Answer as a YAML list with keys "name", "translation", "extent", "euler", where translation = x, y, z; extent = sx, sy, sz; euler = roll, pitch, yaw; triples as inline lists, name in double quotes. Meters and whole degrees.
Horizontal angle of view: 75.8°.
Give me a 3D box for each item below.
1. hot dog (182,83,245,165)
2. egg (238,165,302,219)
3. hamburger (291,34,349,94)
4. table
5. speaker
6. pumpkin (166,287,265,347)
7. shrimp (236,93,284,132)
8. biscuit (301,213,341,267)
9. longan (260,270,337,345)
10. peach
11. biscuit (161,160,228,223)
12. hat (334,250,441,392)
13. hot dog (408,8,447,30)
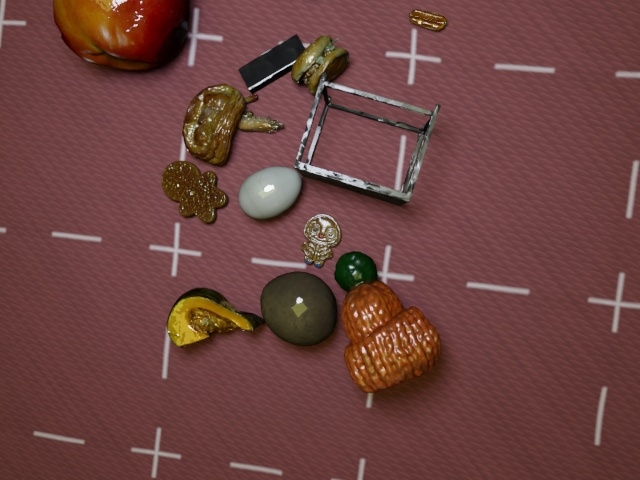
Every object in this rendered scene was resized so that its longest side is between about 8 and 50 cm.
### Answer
- name: "hot dog"
  translation: [-0.338, -0.375, 1.299]
  extent: [0.175, 0.114, 0.258]
  euler: [20, 94, 22]
- name: "egg"
  translation: [-0.155, -0.151, 1.278]
  extent: [0.209, 0.151, 0.151]
  euler: [-31, 89, 4]
- name: "hamburger"
  translation: [-0.001, -0.539, 1.245]
  extent: [0.113, 0.177, 0.185]
  euler: [45, 135, 6]
- name: "table"
  translation: [0.129, -0.284, 1.215]
  extent: [0.336, 0.222, 0.271]
  euler: [18, 93, 4]
- name: "speaker"
  translation: [-0.148, -0.562, 1.317]
  extent: [0.218, 0.044, 0.082]
  euler: [-29, 89, 6]
- name: "pumpkin"
  translation: [-0.346, 0.274, 1.315]
  extent: [0.281, 0.139, 0.189]
  euler: [28, 90, 6]
- name: "shrimp"
  translation: [-0.198, -0.411, 1.332]
  extent: [0.179, 0.034, 0.124]
  euler: [5, 90, 14]
- name: "biscuit"
  translation: [0.000, 0.000, 1.332]
  extent: [0.124, 0.026, 0.174]
  euler: [15, 93, 5]
- name: "longan"
  translation: [-0.068, 0.204, 1.260]
  extent: [0.246, 0.215, 0.245]
  euler: [18, 117, 38]
- name: "peach"
  translation: [-0.550, -0.682, 1.204]
  extent: [0.310, 0.335, 0.405]
  euler: [29, 89, -3]
- name: "biscuit"
  translation: [-0.418, -0.165, 1.356]
  extent: [0.236, 0.039, 0.179]
  euler: [40, 97, 3]
- name: "hat"
  translation: [0.166, 0.214, 1.197]
  extent: [0.286, 0.285, 0.399]
  euler: [-24, 86, 5]
- name: "hot dog"
  translation: [0.332, -0.686, 1.279]
  extent: [0.122, 0.037, 0.049]
  euler: [23, 105, 9]
